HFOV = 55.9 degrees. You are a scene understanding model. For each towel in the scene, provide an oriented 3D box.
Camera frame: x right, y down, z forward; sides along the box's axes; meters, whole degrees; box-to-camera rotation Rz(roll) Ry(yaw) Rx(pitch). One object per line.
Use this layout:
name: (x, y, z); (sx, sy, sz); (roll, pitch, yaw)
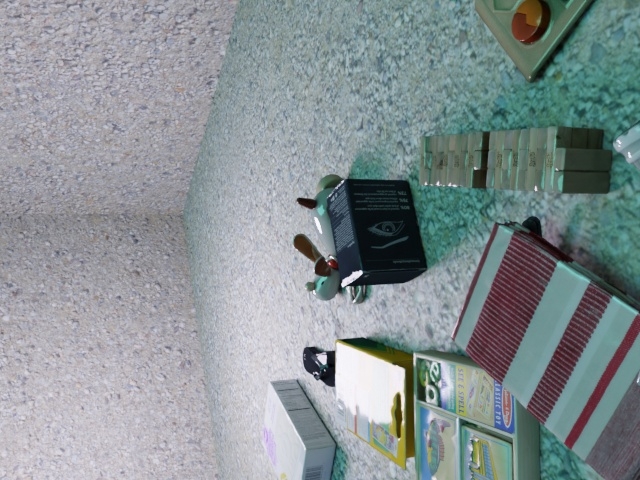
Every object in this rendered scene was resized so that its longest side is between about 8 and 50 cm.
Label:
towel: (0.332, 0.146, 0.830); (0.329, 0.037, 0.237); (44, 131, 42)

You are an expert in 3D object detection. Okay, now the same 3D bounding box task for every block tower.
block tower: (0.286, -0.124, 0.945); (0.335, 0.097, 0.091); (-164, 75, -64)

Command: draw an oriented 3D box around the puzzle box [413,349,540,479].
puzzle box: (0.261, 0.412, 1.044); (0.272, 0.052, 0.409); (-3, 87, 62)

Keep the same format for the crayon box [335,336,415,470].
crayon box: (0.134, 0.340, 1.313); (0.323, 0.083, 0.203); (-176, 86, -67)

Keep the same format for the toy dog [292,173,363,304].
toy dog: (0.000, 0.000, 1.513); (0.220, 0.160, 0.334); (-165, 76, -66)

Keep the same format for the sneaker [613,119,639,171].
sneaker: (0.448, -0.134, 0.605); (0.115, 0.105, 0.281); (55, 148, 3)

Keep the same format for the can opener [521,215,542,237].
can opener: (0.323, 0.056, 0.911); (0.073, 0.059, 0.186); (-4, 94, 23)

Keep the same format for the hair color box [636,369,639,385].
hair color box: (0.467, 0.113, 0.466); (0.374, 0.113, 0.186); (33, 120, 57)

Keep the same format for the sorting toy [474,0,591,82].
sorting toy: (0.311, -0.428, 0.936); (0.229, 0.041, 0.307); (116, 145, -45)

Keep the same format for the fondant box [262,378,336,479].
fondant box: (-0.074, 0.602, 1.783); (0.330, 0.096, 0.239); (-135, 49, -60)

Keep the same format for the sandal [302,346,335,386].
sandal: (-0.004, 0.349, 1.664); (0.254, 0.054, 0.097); (167, 101, -66)

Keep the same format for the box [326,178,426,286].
box: (0.114, -0.016, 1.263); (0.108, 0.153, 0.207); (138, 128, -60)
